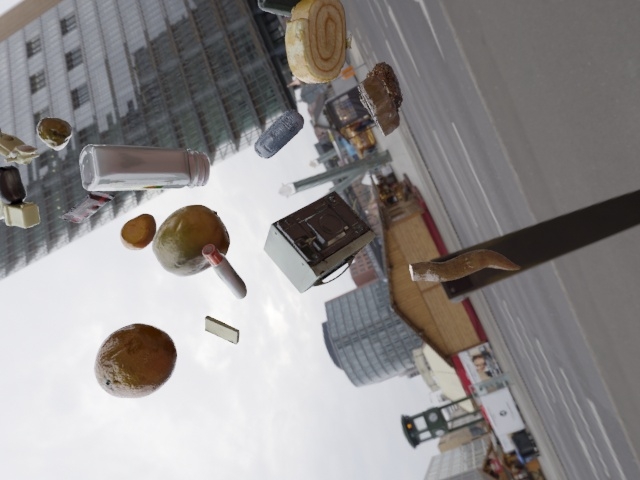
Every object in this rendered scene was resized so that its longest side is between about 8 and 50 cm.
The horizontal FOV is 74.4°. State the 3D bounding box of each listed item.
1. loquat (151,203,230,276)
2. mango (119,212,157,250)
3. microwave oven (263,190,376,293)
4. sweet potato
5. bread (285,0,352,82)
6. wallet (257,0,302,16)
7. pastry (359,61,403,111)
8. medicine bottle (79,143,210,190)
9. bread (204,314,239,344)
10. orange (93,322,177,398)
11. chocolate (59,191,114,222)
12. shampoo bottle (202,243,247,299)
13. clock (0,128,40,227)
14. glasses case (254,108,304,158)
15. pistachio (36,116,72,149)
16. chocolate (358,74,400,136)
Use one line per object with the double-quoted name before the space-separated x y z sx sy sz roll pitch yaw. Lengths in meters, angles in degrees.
"loquat" -0.499 -0.003 1.632 0.276 0.284 0.276 55 175 7
"mango" -0.832 -0.042 1.938 0.141 0.102 0.217 33 -134 -17
"microwave oven" 0.000 0.000 1.916 0.333 0.394 0.247 48 145 14
"sweet potato" 0.382 0.065 1.121 0.059 0.281 0.067 66 -166 -61
"bread" -0.006 -0.370 0.779 0.073 0.122 0.149 20 122 46
"wallet" -0.028 -0.561 0.808 0.052 0.169 0.245 -122 37 -46
"pastry" 0.291 -0.727 2.061 0.275 0.193 0.274 50 -151 -42
"medicine bottle" -0.483 -0.203 1.192 0.324 0.179 0.124 -10 -88 -43
"bread" -0.374 0.340 1.602 0.028 0.154 0.068 -43 -32 -56
"orange" -0.624 0.408 1.428 0.264 0.264 0.264 60 -169 -21
"chocolate" -0.769 -0.109 1.393 0.086 0.182 0.028 26 -141 -64
"shampoo bottle" -0.294 0.092 1.298 0.108 0.051 0.221 58 174 41
"clock" -1.092 -0.244 1.438 0.120 0.277 0.378 -57 -20 -63
"glasses case" -0.194 -0.494 1.968 0.109 0.282 0.067 37 -157 -35
"pistachio" -0.955 -0.390 1.526 0.100 0.110 0.189 51 162 -17
"chocolate" 0.223 -0.491 1.551 0.214 0.093 0.148 32 -147 -63
